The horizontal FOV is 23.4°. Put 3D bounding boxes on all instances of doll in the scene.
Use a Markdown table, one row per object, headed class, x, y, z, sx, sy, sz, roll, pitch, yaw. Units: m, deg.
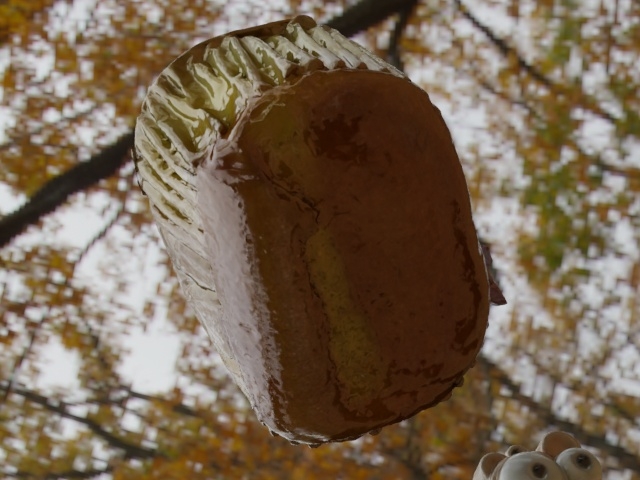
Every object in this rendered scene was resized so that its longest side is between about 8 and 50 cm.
| class | x | y | z | sx | sy | sz | roll | pitch | yaw |
| --- | --- | --- | --- | --- | --- | --- | --- | --- | --- |
| doll | 0.290 | 0.332 | 1.706 | 0.154 | 0.278 | 0.119 | -27 | -29 | -33 |

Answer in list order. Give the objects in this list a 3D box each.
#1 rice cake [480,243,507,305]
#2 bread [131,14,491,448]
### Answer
| class | x | y | z | sx | sy | sz | roll | pitch | yaw |
| --- | --- | --- | --- | --- | --- | --- | --- | --- | --- |
| rice cake | 0.061 | 0.101 | 1.614 | 0.081 | 0.290 | 0.051 | 59 | -177 | -5 |
| bread | 0.000 | 0.000 | 1.047 | 0.204 | 0.156 | 0.288 | -19 | -60 | -8 |
